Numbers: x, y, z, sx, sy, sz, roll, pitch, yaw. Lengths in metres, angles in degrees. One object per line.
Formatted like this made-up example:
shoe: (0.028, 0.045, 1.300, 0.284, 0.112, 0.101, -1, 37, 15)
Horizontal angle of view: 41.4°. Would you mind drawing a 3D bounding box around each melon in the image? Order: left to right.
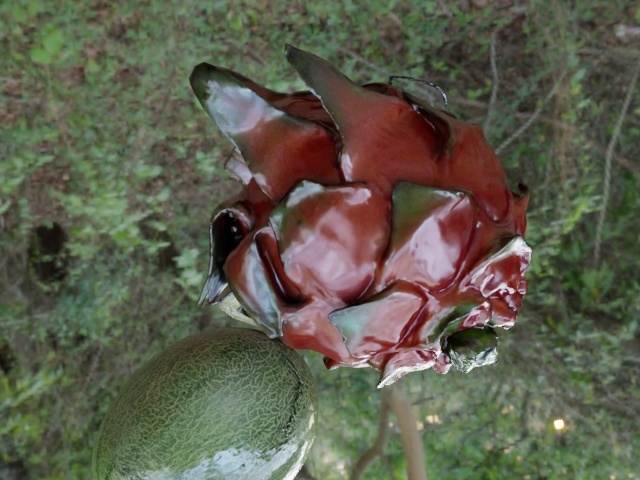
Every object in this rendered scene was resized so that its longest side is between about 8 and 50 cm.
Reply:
melon: (-0.077, 0.136, 0.628, 0.192, 0.139, 0.139, -32, -175, -32)

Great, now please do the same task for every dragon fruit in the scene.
dragon fruit: (0.023, -0.019, 0.571, 0.193, 0.274, 0.192, -34, 167, -51)

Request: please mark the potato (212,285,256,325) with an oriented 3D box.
potato: (0.000, 0.000, 0.945, 0.243, 0.138, 0.098, -33, 119, 30)
